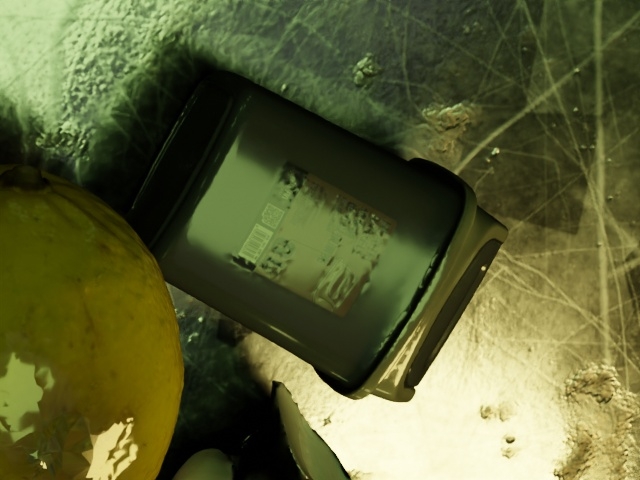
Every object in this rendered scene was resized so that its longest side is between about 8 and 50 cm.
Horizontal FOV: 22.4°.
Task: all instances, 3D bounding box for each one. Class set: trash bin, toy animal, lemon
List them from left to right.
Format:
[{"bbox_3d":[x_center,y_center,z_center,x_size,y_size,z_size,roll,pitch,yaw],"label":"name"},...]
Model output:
[{"bbox_3d":[-0.239,0.094,1.196,0.297,0.297,0.297,-7,111,-19],"label":"lemon"},{"bbox_3d":[-0.065,0.235,1.439,0.179,0.138,0.166,-34,98,2],"label":"toy animal"},{"bbox_3d":[0.000,0.000,1.352,0.290,0.182,0.209,28,96,-22],"label":"trash bin"}]
